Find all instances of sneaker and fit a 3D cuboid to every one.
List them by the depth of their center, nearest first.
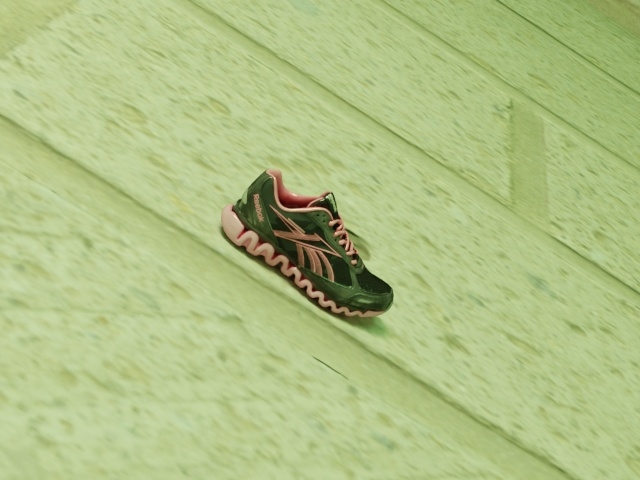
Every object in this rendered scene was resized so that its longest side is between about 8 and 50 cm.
[{"bbox_3d":[0.000,0.000,0.890,0.119,0.057,0.047,34,19,-6],"label":"sneaker"}]
